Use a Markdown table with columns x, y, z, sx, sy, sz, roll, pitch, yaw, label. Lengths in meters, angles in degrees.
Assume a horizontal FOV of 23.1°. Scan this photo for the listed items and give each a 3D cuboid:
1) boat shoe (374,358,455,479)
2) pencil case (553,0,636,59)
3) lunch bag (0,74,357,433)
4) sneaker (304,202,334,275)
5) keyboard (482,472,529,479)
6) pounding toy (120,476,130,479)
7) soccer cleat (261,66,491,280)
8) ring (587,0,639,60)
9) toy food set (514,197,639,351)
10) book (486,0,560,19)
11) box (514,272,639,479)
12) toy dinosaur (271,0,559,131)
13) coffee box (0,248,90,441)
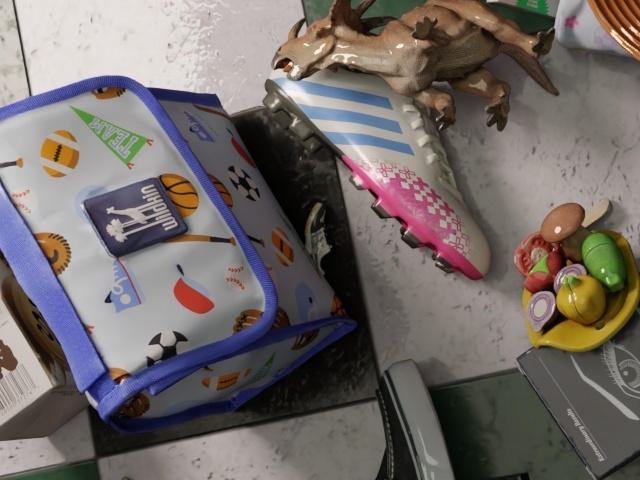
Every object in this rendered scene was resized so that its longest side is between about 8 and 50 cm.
| x | y | z | sx | sy | sz | roll | pitch | yaw | label |
| --- | --- | --- | --- | --- | --- | --- | --- | --- | --- |
| 0.091 | 0.296 | 1.642 | 0.119 | 0.121 | 0.335 | -12 | 81 | 3 | boat shoe |
| 0.380 | -0.225 | 1.612 | 0.273 | 0.124 | 0.113 | 17 | 55 | 16 | pencil case |
| -0.176 | 0.014 | 1.604 | 0.239 | 0.385 | 0.327 | -38 | 75 | 22 | lunch bag |
| 0.000 | 0.000 | 1.752 | 0.037 | 0.032 | 0.083 | 13 | 99 | 11 | sneaker |
| 0.213 | 0.340 | 1.664 | 0.108 | 0.023 | 0.180 | -13 | 83 | 15 | keyboard |
| -0.216 | 0.339 | 1.723 | 0.270 | 0.154 | 0.154 | -12 | 83 | 15 | pounding toy |
| 0.084 | -0.104 | 1.690 | 0.331 | 0.116 | 0.143 | 44 | 89 | 12 | soccer cleat |
| 0.429 | -0.272 | 1.547 | 0.337 | 0.032 | 0.336 | -2 | 51 | 3 | ring |
| 0.245 | 0.022 | 1.587 | 0.128 | 0.218 | 0.071 | -32 | 118 | 18 | toy food set |
| 0.227 | -0.316 | 1.674 | 0.035 | 0.096 | 0.144 | 8 | 90 | 54 | book |
| 0.328 | 0.128 | 1.601 | 0.207 | 0.108 | 0.153 | -35 | 77 | 12 | box |
| 0.117 | -0.213 | 1.643 | 0.200 | 0.296 | 0.127 | 48 | 133 | 48 | toy dinosaur |
| -0.383 | 0.075 | 1.788 | 0.119 | 0.168 | 0.297 | -36 | 76 | 11 | coffee box |
